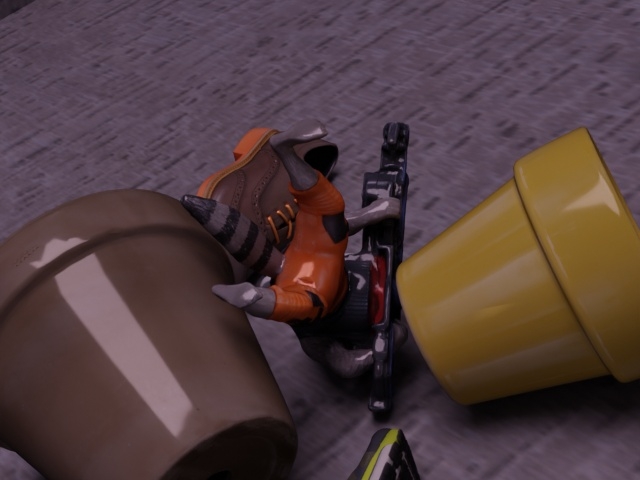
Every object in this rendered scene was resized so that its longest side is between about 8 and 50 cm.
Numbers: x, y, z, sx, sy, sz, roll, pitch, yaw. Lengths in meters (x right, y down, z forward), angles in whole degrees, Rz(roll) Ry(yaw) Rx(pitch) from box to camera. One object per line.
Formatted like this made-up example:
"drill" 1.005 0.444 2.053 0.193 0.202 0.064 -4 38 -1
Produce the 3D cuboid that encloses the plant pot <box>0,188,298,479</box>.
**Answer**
"plant pot" -0.176 0.154 1.132 0.323 0.323 0.280 -32 52 -19

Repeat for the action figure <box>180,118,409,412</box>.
"action figure" 0.000 0.000 1.212 0.179 0.330 0.341 -2 63 19

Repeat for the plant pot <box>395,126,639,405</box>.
"plant pot" 0.217 0.047 1.136 0.239 0.254 0.254 -26 32 16

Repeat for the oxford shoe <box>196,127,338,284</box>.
"oxford shoe" -0.073 -0.042 1.478 0.133 0.130 0.363 1 39 18

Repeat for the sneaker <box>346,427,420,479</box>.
"sneaker" 0.000 0.284 1.014 0.121 0.111 0.300 2 37 33

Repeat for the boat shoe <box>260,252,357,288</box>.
"boat shoe" -0.008 0.037 1.404 0.142 0.049 0.040 -13 34 12
